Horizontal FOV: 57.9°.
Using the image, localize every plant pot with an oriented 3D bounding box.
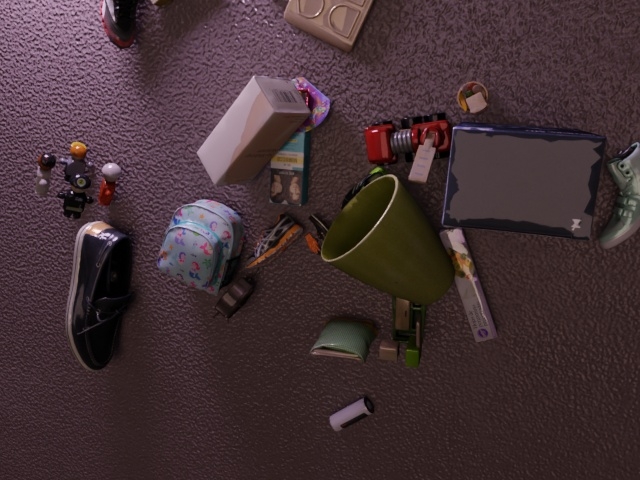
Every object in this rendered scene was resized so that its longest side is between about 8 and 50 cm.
[{"bbox_3d":[0.200,0.029,1.489,0.293,0.275,0.275,39,112,-18],"label":"plant pot"}]

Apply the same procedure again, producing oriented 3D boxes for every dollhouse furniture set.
[{"bbox_3d":[0.135,0.230,1.611,0.301,0.197,0.152,4,105,15],"label":"dollhouse furniture set"}]

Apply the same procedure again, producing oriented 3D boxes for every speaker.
[{"bbox_3d":[0.095,0.532,1.771,0.136,0.055,0.055,-34,92,20],"label":"speaker"}]

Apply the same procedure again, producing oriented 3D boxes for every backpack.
[{"bbox_3d":[-0.351,0.011,1.716,0.225,0.191,0.254,25,103,10],"label":"backpack"}]

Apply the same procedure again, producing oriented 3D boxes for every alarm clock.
[{"bbox_3d":[-0.243,0.160,1.746,0.064,0.129,0.192,38,94,4],"label":"alarm clock"}]

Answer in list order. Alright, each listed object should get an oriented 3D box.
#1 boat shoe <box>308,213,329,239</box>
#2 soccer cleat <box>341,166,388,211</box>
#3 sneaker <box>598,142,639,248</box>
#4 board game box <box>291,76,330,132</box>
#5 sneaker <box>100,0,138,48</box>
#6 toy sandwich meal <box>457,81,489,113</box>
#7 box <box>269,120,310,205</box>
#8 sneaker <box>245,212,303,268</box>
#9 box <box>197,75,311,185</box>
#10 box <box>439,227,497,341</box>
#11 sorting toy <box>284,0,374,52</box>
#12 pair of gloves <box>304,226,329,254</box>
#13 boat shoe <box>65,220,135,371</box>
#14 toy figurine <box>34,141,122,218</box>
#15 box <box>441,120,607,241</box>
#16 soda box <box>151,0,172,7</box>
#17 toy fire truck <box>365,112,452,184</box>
[{"bbox_3d":[0.010,-0.019,1.657,0.042,0.049,0.133,-41,95,6],"label":"boat shoe"},{"bbox_3d":[0.115,-0.134,1.597,0.060,0.072,0.179,43,110,3],"label":"soccer cleat"},{"bbox_3d":[0.729,-0.113,1.410,0.151,0.094,0.256,35,100,0],"label":"sneaker"},{"bbox_3d":[-0.061,-0.374,1.571,0.133,0.033,0.168,-44,70,-3],"label":"board game box"},{"bbox_3d":[-0.559,-0.685,1.627,0.135,0.097,0.276,22,113,54],"label":"sneaker"},{"bbox_3d":[0.392,-0.365,1.485,0.085,0.029,0.086,4,104,15],"label":"toy sandwich meal"},{"bbox_3d":[-0.087,-0.225,1.641,0.100,0.060,0.245,7,104,15],"label":"box"},{"bbox_3d":[-0.147,0.006,1.710,0.215,0.084,0.083,-40,76,17],"label":"sneaker"},{"bbox_3d":[-0.184,-0.288,1.556,0.311,0.148,0.121,-42,71,39],"label":"box"},{"bbox_3d":[0.404,0.114,1.576,0.063,0.067,0.324,-18,98,19],"label":"box"},{"bbox_3d":[-0.005,-0.667,1.528,0.307,0.041,0.229,29,114,8],"label":"sorting toy"},{"bbox_3d":[0.000,0.000,1.696,0.083,0.010,0.074,-29,93,19],"label":"pair of gloves"},{"bbox_3d":[-0.695,0.193,1.856,0.155,0.186,0.501,11,101,19],"label":"boat shoe"},{"bbox_3d":[-0.741,-0.191,1.761,0.209,0.213,0.148,35,122,11],"label":"toy figurine"},{"bbox_3d":[0.447,-0.154,1.324,0.293,0.395,0.212,7,105,14],"label":"box"},{"bbox_3d":[-0.401,-0.730,1.613,0.181,0.061,0.058,-30,92,20],"label":"soda box"},{"bbox_3d":[0.216,-0.228,1.453,0.216,0.246,0.159,-4,101,17],"label":"toy fire truck"}]
